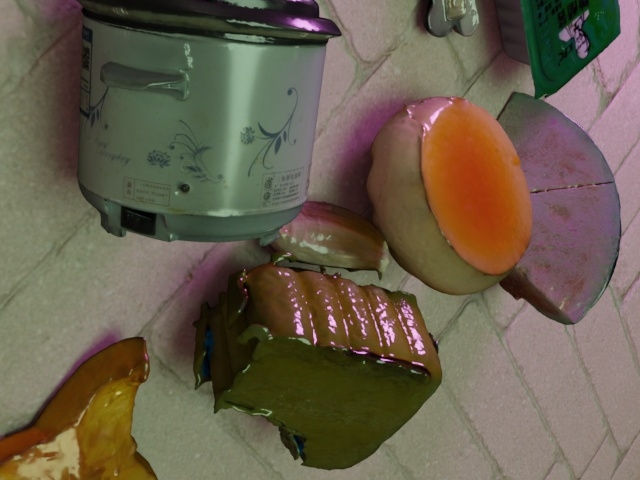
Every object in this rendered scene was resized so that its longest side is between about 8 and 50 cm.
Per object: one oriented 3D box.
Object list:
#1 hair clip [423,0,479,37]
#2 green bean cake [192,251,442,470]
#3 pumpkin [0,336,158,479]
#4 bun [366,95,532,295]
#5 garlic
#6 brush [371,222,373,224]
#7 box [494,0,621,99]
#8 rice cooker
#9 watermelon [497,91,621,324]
[{"bbox_3d":[0.196,-0.424,1.167,0.146,0.075,0.256,-23,126,-33],"label":"hair clip"},{"bbox_3d":[-0.031,0.158,1.072,0.310,0.202,0.285,20,129,-29],"label":"green bean cake"},{"bbox_3d":[-0.292,0.290,0.945,0.290,0.095,0.258,-37,123,-33],"label":"pumpkin"},{"bbox_3d":[0.172,-0.064,1.192,0.299,0.165,0.298,18,64,-41],"label":"bun"},{"bbox_3d":[-0.011,-0.005,1.080,0.198,0.128,0.090,16,102,-20],"label":"garlic"},{"bbox_3d":[0.128,-0.021,1.278,0.194,0.032,0.043,-8,113,-28],"label":"brush"},{"bbox_3d":[0.364,-0.429,1.294,0.264,0.106,0.336,-39,129,-26],"label":"box"},{"bbox_3d":[-0.122,-0.156,0.827,0.317,0.264,0.316,16,90,-70],"label":"rice cooker"},{"bbox_3d":[0.392,-0.043,1.441,0.292,0.319,0.222,-52,168,-8],"label":"watermelon"}]
